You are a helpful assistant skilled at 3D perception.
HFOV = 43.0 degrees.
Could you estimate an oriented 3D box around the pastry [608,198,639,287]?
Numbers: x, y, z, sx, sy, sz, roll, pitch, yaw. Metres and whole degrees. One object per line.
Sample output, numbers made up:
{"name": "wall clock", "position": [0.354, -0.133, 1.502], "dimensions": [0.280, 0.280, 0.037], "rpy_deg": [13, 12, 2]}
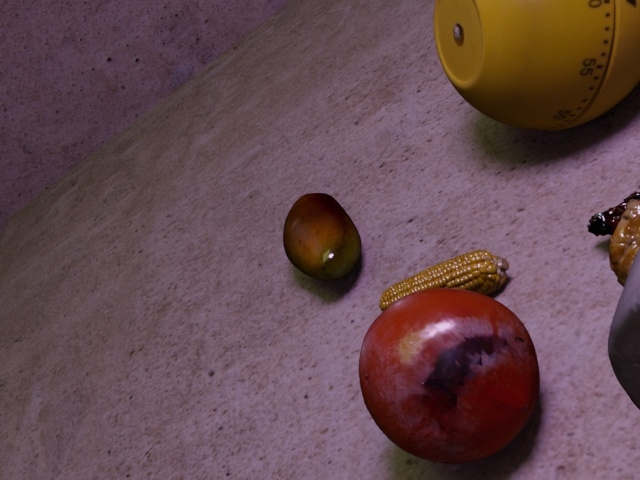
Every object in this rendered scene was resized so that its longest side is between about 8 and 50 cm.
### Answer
{"name": "pastry", "position": [0.405, 0.011, 0.917], "dimensions": [0.153, 0.081, 0.153], "rpy_deg": [-9, 73, 31]}

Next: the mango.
{"name": "mango", "position": [0.000, 0.000, 1.443], "dimensions": [0.133, 0.111, 0.267], "rpy_deg": [-25, 29, 0]}

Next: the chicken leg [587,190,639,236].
{"name": "chicken leg", "position": [0.440, -0.034, 0.996], "dimensions": [0.234, 0.063, 0.105], "rpy_deg": [-21, 42, 32]}

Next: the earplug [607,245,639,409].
{"name": "earplug", "position": [0.457, -0.012, 0.704], "dimensions": [0.313, 0.312, 0.394], "rpy_deg": [-7, 42, 47]}

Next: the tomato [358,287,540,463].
{"name": "tomato", "position": [0.151, 0.156, 0.950], "dimensions": [0.208, 0.208, 0.184], "rpy_deg": [-54, 12, -19]}

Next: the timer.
{"name": "timer", "position": [0.380, -0.347, 1.249], "dimensions": [0.387, 0.376, 0.376], "rpy_deg": [-11, 24, -16]}

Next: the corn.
{"name": "corn", "position": [0.177, 0.067, 1.183], "dimensions": [0.207, 0.068, 0.068], "rpy_deg": [-23, 34, 30]}
